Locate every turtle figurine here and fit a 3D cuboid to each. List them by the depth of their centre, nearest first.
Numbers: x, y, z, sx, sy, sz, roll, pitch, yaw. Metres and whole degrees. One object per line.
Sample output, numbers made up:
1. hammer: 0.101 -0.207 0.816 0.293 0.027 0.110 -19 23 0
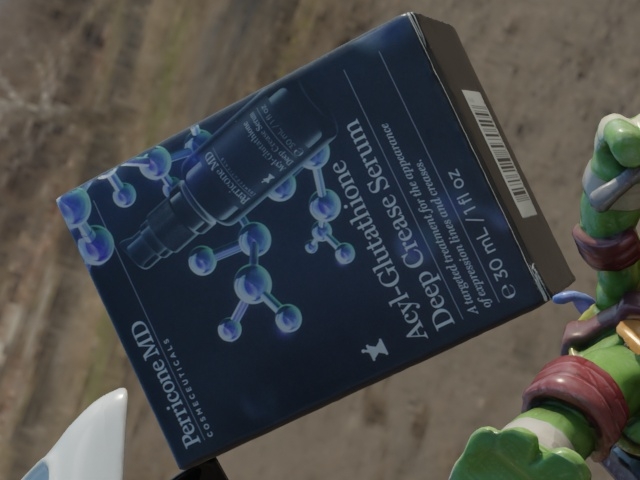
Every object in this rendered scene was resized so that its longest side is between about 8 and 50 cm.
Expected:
1. turtle figurine: 0.184 0.041 0.705 0.275 0.198 0.266 -8 27 35

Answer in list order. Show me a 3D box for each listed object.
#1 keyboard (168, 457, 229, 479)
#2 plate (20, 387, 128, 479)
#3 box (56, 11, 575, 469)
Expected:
1. keyboard: -0.161 0.304 1.659 0.180 0.108 0.023 -32 20 -14
2. plate: -0.197 0.267 1.132 0.278 0.045 0.277 135 141 -57
3. box: 0.000 0.000 1.595 0.395 0.293 0.212 -27 -4 16
